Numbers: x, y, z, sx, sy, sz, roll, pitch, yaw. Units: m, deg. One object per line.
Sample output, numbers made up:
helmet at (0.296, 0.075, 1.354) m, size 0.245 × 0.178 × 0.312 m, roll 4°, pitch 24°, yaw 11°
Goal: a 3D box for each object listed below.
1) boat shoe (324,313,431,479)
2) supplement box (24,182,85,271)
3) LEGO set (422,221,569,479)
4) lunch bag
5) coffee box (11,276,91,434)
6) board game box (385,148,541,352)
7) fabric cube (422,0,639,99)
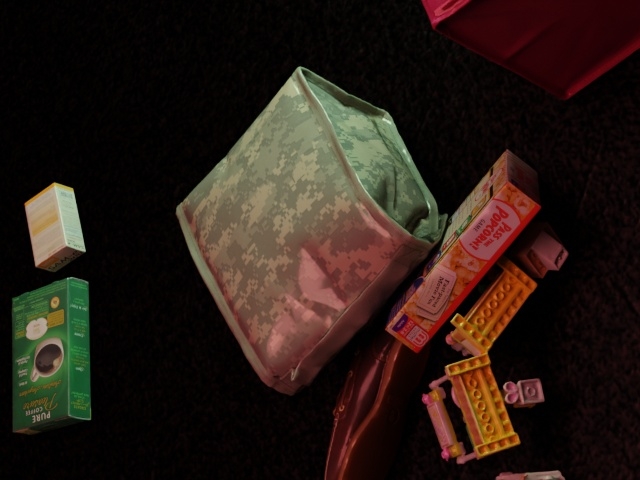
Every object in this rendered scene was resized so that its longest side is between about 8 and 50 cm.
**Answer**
boat shoe at (0.051, 0.178, 1.685) m, size 0.073 × 0.073 × 0.207 m, roll 18°, pitch 82°, yaw 43°
supplement box at (-0.348, -0.017, 2.089) m, size 0.062 × 0.036 × 0.098 m, roll -31°, pitch 60°, yaw 29°
LEGO set at (0.168, 0.122, 1.586) m, size 0.107 × 0.132 × 0.287 m, roll 135°, pitch 140°, yaw -65°
lunch bag at (0.000, 0.000, 1.693) m, size 0.235 × 0.169 × 0.287 m, roll -48°, pitch 41°, yaw 22°
coffee box at (-0.344, 0.150, 2.036) m, size 0.113 × 0.040 × 0.184 m, roll -20°, pitch 65°, yaw 35°
board game box at (0.144, 0.008, 1.610) m, size 0.045 × 0.147 × 0.193 m, roll 37°, pitch 107°, yaw -5°
fabric cube at (0.224, -0.338, 1.561) m, size 0.254 × 0.259 × 0.258 m, roll -35°, pitch 58°, yaw 26°
